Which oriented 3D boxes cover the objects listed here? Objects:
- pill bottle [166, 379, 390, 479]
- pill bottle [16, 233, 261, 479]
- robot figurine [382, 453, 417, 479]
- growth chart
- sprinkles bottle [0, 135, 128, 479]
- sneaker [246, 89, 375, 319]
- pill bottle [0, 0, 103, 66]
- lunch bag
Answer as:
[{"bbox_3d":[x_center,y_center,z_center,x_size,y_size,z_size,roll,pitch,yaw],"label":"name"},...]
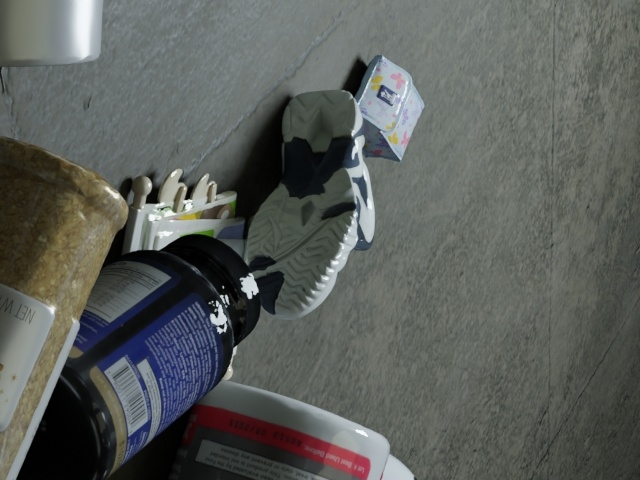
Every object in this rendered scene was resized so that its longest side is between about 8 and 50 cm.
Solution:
[{"bbox_3d":[-0.070,0.292,1.507,0.176,0.176,0.319,40,66,-63],"label":"pill bottle"},{"bbox_3d":[-0.140,0.081,1.288,0.219,0.122,0.123,-38,137,-48],"label":"pill bottle"},{"bbox_3d":[0.000,0.324,1.674,0.173,0.209,0.278,26,80,-52],"label":"robot figurine"},{"bbox_3d":[-0.107,0.030,1.467,0.237,0.021,0.172,14,90,-66],"label":"growth chart"},{"bbox_3d":[-0.239,0.114,1.111,0.355,0.121,0.121,-69,155,-15],"label":"sprinkles bottle"},{"bbox_3d":[0.000,0.000,1.561,0.153,0.094,0.235,72,16,-50],"label":"sneaker"},{"bbox_3d":[-0.175,-0.231,0.866,0.161,0.161,0.283,-19,113,-62],"label":"pill bottle"},{"bbox_3d":[0.059,-0.126,1.701,0.083,0.053,0.071,55,52,-48],"label":"lunch bag"}]
